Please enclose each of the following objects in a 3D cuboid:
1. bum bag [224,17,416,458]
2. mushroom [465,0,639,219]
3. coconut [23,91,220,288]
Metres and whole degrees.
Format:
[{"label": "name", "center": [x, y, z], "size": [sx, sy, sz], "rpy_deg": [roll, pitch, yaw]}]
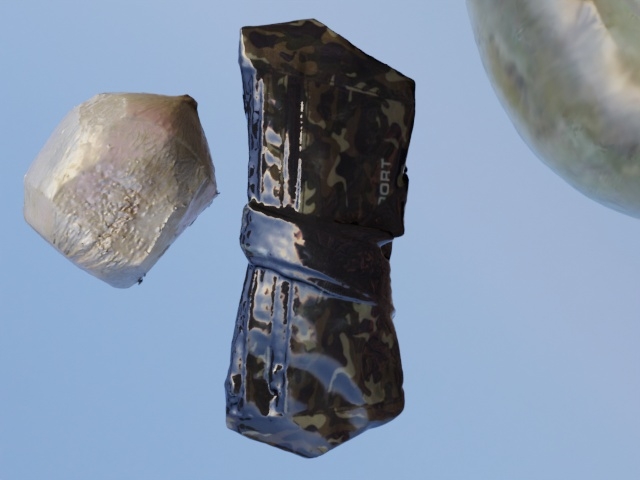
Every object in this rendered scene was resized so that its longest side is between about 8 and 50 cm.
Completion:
[{"label": "bum bag", "center": [0.001, 0.000, 0.815], "size": [0.069, 0.102, 0.248], "rpy_deg": [-63, -24, -81]}, {"label": "mushroom", "center": [0.259, -0.179, 0.925], "size": [0.352, 0.352, 0.260], "rpy_deg": [55, 179, 12]}, {"label": "coconut", "center": [-0.114, -0.037, 0.875], "size": [0.110, 0.124, 0.110], "rpy_deg": [38, 176, 3]}]
